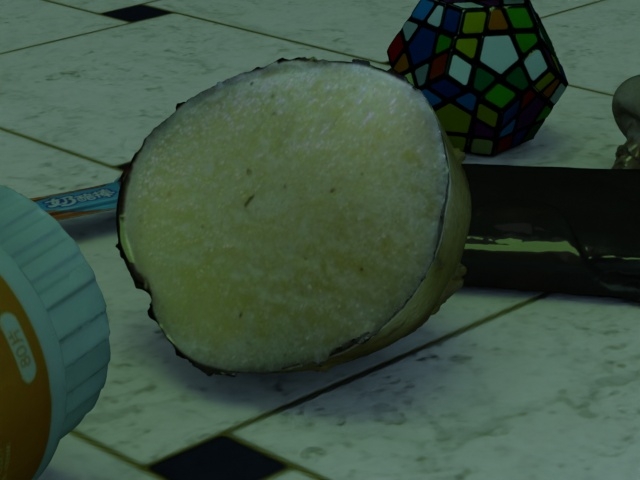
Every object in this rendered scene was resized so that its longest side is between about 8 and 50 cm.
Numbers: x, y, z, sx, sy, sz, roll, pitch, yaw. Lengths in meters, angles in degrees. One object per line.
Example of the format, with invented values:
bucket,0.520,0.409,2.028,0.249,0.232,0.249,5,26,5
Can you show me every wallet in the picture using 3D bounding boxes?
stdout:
wallet,0.128,-0.013,1.164,0.310,0.042,0.165,4,20,13

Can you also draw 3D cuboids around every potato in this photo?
potato,0.000,0.000,1.029,0.202,0.182,0.117,-11,-23,26

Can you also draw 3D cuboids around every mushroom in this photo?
mushroom,0.229,-0.070,1.283,0.079,0.085,0.085,-47,30,-2

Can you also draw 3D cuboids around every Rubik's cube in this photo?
Rubik's cube,0.114,-0.125,1.359,0.112,0.133,0.133,17,7,-37

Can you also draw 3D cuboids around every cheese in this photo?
cheese,-0.117,-0.034,1.240,0.256,0.037,0.106,-11,21,-26

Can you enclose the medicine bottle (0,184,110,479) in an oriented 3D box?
medicine bottle,-0.223,0.085,0.764,0.158,0.158,0.318,8,23,23
